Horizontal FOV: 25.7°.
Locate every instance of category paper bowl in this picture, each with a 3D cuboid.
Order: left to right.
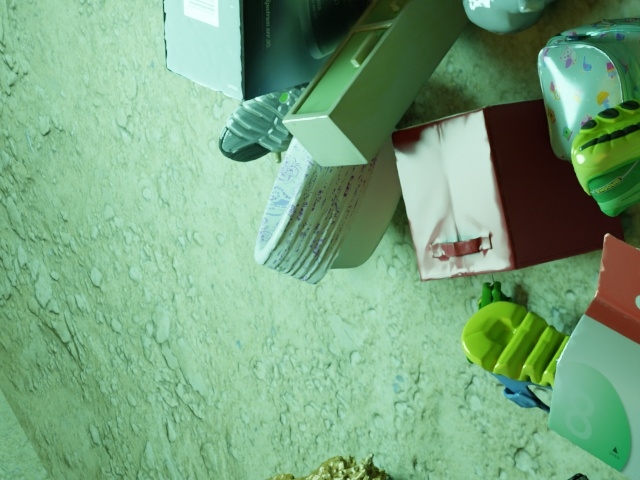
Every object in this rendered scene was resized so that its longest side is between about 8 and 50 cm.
[{"bbox_3d":[0.025,-0.075,1.952,0.148,0.284,0.284,22,139,-8],"label":"paper bowl"}]

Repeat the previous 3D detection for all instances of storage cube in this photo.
[{"bbox_3d":[0.228,-0.065,1.708,0.184,0.215,0.193,-10,92,55],"label":"storage cube"}]

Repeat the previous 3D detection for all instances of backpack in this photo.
[{"bbox_3d":[0.343,-0.167,1.559,0.188,0.144,0.165,-2,100,46],"label":"backpack"}]

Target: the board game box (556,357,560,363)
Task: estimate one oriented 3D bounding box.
[{"bbox_3d":[0.401,0.116,1.529,0.165,0.243,0.042,2,107,53],"label":"board game box"}]

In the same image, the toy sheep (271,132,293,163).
[{"bbox_3d":[-0.065,-0.177,2.147,0.132,0.091,0.091,-46,69,37],"label":"toy sheep"}]

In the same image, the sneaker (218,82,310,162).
[{"bbox_3d":[-0.066,-0.223,2.083,0.228,0.086,0.132,-46,23,23],"label":"sneaker"}]

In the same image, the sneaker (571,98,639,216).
[{"bbox_3d":[0.410,-0.103,1.446,0.109,0.296,0.123,-87,-21,-52],"label":"sneaker"}]

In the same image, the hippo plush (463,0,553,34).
[{"bbox_3d":[0.201,-0.376,1.636,0.237,0.234,0.294,30,154,2],"label":"hippo plush"}]

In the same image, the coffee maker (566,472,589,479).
[{"bbox_3d":[0.353,0.416,1.853,0.178,0.120,0.171,53,142,23],"label":"coffee maker"}]

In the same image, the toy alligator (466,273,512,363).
[{"bbox_3d":[0.240,0.096,1.909,0.051,0.056,0.189,11,124,3],"label":"toy alligator"}]

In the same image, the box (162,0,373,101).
[{"bbox_3d":[-0.041,-0.372,1.833,0.183,0.294,0.296,26,127,42],"label":"box"}]

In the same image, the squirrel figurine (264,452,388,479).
[{"bbox_3d":[0.036,0.546,2.225,0.370,0.281,0.397,4,112,46],"label":"squirrel figurine"}]

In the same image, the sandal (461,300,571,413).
[{"bbox_3d":[0.333,0.188,1.790,0.317,0.126,0.138,30,161,36],"label":"sandal"}]

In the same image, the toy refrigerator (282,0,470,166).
[{"bbox_3d":[0.073,-0.224,1.769,0.094,0.269,0.102,48,154,-26],"label":"toy refrigerator"}]

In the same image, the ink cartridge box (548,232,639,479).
[{"bbox_3d":[0.320,0.131,1.388,0.181,0.056,0.224,31,131,42],"label":"ink cartridge box"}]
